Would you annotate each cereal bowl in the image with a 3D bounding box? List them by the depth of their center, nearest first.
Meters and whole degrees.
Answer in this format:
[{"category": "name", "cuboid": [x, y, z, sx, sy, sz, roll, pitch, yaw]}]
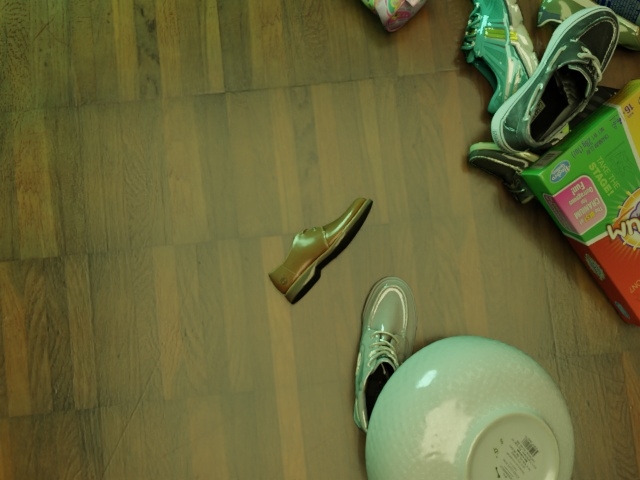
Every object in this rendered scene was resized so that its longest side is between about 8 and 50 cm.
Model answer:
[{"category": "cereal bowl", "cuboid": [0.242, 0.316, 1.264, 0.339, 0.141, 0.339, -1, 92, -21]}]

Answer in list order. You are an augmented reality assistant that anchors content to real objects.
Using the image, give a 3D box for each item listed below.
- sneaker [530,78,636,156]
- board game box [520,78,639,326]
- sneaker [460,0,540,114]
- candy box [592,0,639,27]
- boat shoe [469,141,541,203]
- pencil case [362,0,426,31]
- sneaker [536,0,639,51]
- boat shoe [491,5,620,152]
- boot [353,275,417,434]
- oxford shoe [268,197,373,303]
[{"category": "sneaker", "cuboid": [0.444, -0.204, 1.426, 0.234, 0.084, 0.097, -18, 74, -10]}, {"category": "board game box", "cuboid": [0.505, -0.057, 1.364, 0.242, 0.064, 0.316, -40, 103, -5]}, {"category": "sneaker", "cuboid": [0.283, -0.340, 1.422, 0.110, 0.107, 0.275, -19, 84, 5]}, {"category": "candy box", "cuboid": [0.636, -0.446, 1.392, 0.317, 0.122, 0.268, 34, 90, 14]}, {"category": "boat shoe", "cuboid": [0.344, -0.095, 1.402, 0.223, 0.080, 0.073, 20, 78, -4]}, {"category": "pencil case", "cuboid": [0.067, -0.480, 1.422, 0.124, 0.124, 0.284, -40, 85, -5]}, {"category": "sneaker", "cuboid": [0.452, -0.351, 1.449, 0.192, 0.064, 0.086, 31, 96, -1]}, {"category": "boat shoe", "cuboid": [0.389, -0.256, 1.339, 0.301, 0.102, 0.108, -46, 109, -15]}, {"category": "boot", "cuboid": [0.106, 0.181, 1.340, 0.095, 0.123, 0.258, 6, 83, -1]}, {"category": "oxford shoe", "cuboid": [0.000, 0.000, 1.388, 0.076, 0.076, 0.212, 42, 83, 14]}]
